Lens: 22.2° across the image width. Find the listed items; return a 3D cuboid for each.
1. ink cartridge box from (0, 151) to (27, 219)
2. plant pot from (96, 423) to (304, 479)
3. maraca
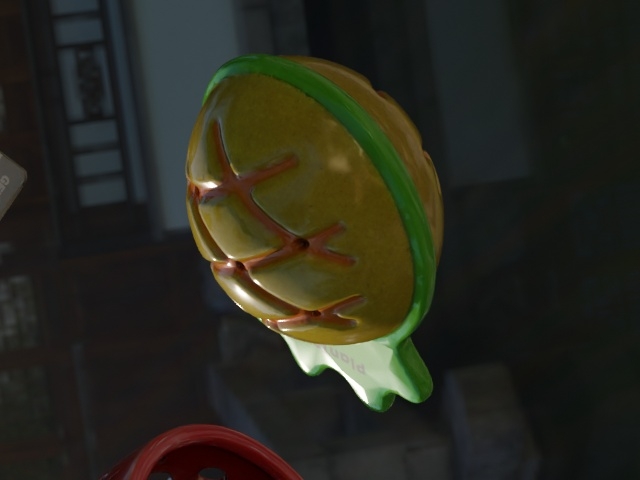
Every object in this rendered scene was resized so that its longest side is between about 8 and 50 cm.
[{"bbox_3d":[-0.461,-0.009,1.452,0.309,0.272,0.130,-59,15,-21],"label":"ink cartridge box"},{"bbox_3d":[-0.098,0.237,1.021,0.174,0.191,0.191,-39,49,31],"label":"plant pot"},{"bbox_3d":[0.000,0.000,0.702,0.127,0.099,0.185,29,143,36],"label":"maraca"}]
